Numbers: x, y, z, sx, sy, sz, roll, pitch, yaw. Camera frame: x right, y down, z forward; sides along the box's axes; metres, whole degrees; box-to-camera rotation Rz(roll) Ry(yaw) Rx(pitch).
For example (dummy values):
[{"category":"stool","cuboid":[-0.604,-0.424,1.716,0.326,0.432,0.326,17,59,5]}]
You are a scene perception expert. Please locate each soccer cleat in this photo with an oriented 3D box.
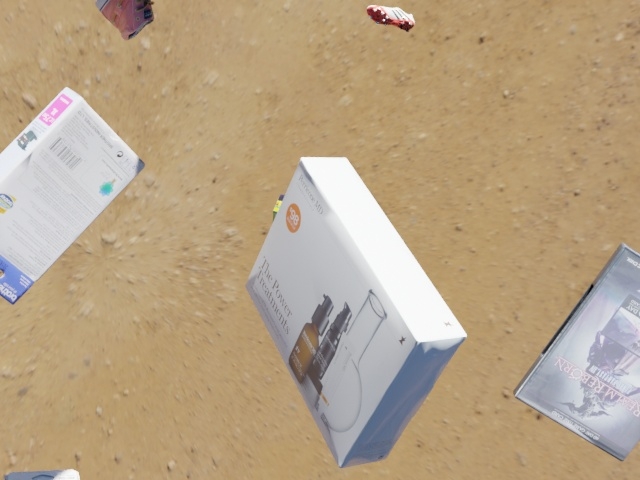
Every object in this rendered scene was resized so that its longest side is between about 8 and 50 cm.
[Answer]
[{"category":"soccer cleat","cuboid":[0.112,-0.361,1.561,0.083,0.029,0.036,15,49,-14]}]

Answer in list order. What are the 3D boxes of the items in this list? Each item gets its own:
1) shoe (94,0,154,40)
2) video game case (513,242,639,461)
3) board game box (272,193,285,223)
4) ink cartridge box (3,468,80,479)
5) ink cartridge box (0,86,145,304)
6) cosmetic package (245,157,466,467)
[{"category":"shoe","cuboid":[-0.283,-0.387,1.528,0.081,0.178,0.063,52,47,-7]},{"category":"video game case","cuboid":[0.438,0.166,1.414,0.196,0.026,0.274,31,104,-5]},{"category":"board game box","cuboid":[0.000,0.000,1.718,0.170,0.141,0.048,15,49,6]},{"category":"ink cartridge box","cuboid":[-0.383,0.381,1.319,0.099,0.056,0.135,2,121,-23]},{"category":"ink cartridge box","cuboid":[-0.440,-0.067,1.529,0.311,0.065,0.186,-50,140,-11]},{"category":"cosmetic package","cuboid":[0.034,0.101,1.463,0.097,0.377,0.284,-1,134,-34]}]
